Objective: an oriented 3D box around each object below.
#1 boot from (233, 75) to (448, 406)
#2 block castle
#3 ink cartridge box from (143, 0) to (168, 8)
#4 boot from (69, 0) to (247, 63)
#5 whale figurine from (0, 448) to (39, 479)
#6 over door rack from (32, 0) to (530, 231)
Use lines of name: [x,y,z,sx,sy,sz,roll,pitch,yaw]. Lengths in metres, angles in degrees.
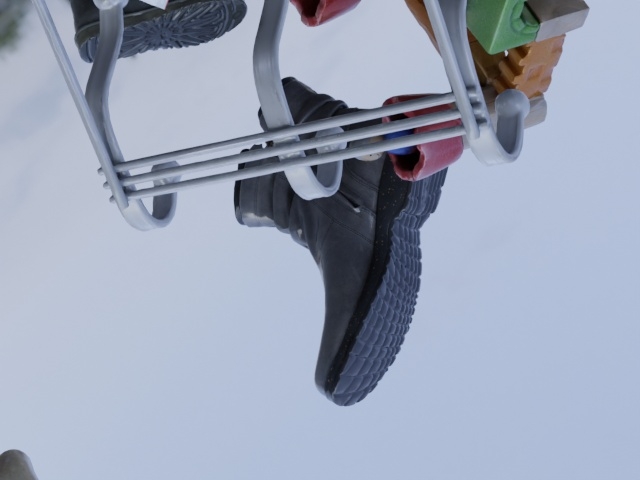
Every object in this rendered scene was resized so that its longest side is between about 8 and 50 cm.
boot: [0.000,0.000,1.849,0.223,0.118,0.338,14,-97,27]
block castle: [0.095,-0.298,1.510,0.213,0.303,0.453,-19,151,-22]
ink cartridge box: [-0.151,-0.213,1.169,0.029,0.115,0.063,-76,-169,-49]
boot: [-0.188,-0.288,1.658,0.190,0.208,0.076,-11,152,-16]
whale figurine: [-0.353,0.282,1.477,0.272,0.216,0.141,-23,155,-48]
over door rack: [-0.052,-0.166,0.844,0.240,0.324,0.108,-11,-147,26]
